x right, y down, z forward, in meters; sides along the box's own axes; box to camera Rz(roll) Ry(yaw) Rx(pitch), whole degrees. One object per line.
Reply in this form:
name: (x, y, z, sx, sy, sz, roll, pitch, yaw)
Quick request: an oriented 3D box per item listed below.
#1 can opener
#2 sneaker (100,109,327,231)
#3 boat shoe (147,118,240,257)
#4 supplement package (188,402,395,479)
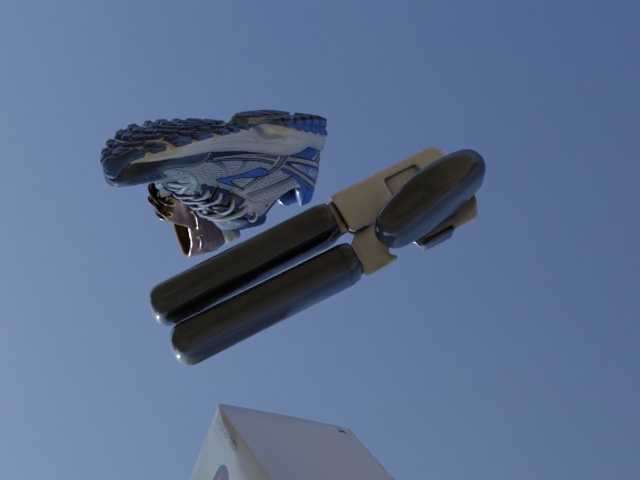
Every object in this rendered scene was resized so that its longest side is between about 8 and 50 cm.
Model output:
can opener: (0.000, 0.000, 0.976, 0.283, 0.095, 0.076, -27, -109, -12)
sneaker: (-0.046, -0.030, 0.602, 0.052, 0.135, 0.058, 12, -74, 44)
boat shoe: (-0.128, -0.041, 1.154, 0.060, 0.178, 0.064, -35, -125, -8)
supplement package: (-0.033, 0.287, 1.097, 0.194, 0.149, 0.203, 41, -68, 59)
